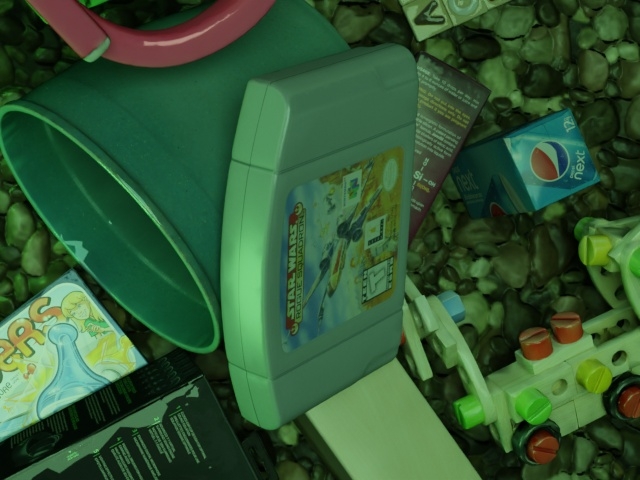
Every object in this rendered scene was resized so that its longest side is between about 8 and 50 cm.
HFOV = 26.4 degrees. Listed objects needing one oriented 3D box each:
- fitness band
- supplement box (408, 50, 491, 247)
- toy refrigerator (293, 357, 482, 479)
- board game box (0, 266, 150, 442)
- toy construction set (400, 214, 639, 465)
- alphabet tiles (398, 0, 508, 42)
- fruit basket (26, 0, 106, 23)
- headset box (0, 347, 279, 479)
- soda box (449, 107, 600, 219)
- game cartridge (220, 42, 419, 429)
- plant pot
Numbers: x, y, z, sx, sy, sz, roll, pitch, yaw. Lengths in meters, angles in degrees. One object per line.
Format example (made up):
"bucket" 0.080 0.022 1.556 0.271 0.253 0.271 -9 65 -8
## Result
"fitness band" -0.142 -0.251 0.970 0.209 0.054 0.291 -39 124 1
"supplement box" 0.074 -0.075 1.292 0.081 0.104 0.188 29 85 -8
"toy refrigerator" 0.052 0.185 1.293 0.102 0.094 0.269 -37 95 -15
"board game box" -0.269 0.138 1.271 0.201 0.035 0.136 -39 95 -7
"toy construction set" 0.221 0.080 1.289 0.328 0.151 0.215 -16 116 -1
"alphabet tiles" 0.099 -0.327 1.347 0.198 0.009 0.237 -26 93 -8
"fruit basket" -0.248 -0.375 1.115 0.283 0.392 0.392 -25 93 -8
"headset box" -0.168 0.263 1.216 0.283 0.131 0.246 -28 103 -9
"soda box" 0.180 -0.066 1.254 0.067 0.210 0.071 -25 93 -8
"game cartridge" 0.000 0.000 1.117 0.062 0.198 0.297 17 117 30
"plant pot" -0.099 -0.086 1.201 0.255 0.272 0.271 -44 96 -22
